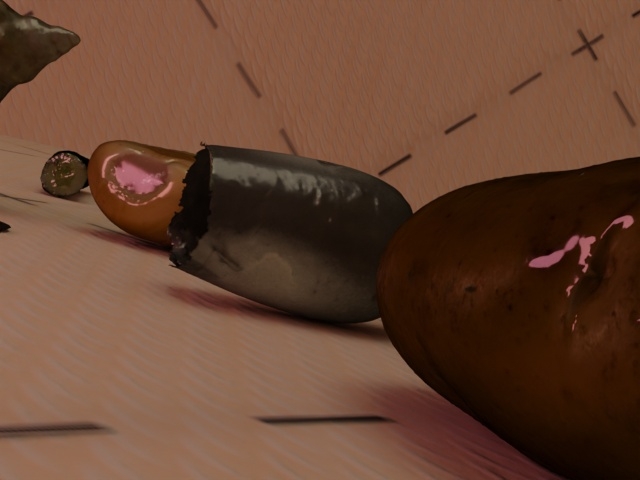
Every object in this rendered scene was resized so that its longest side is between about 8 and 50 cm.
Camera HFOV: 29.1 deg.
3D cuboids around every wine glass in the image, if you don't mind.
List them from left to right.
[{"bbox_3d":[0.000,0.000,0.863,0.204,0.111,0.111,14,3,-21],"label":"wine glass"}]

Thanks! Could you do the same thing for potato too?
[{"bbox_3d":[0.149,0.039,0.531,0.195,0.176,0.369,-19,14,-25],"label":"potato"}]

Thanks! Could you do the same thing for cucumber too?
[{"bbox_3d":[-0.299,-0.083,1.490,0.058,0.052,0.215,5,4,-6],"label":"cucumber"}]

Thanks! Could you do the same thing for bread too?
[{"bbox_3d":[-0.095,-0.034,1.189,0.142,0.091,0.305,23,8,26],"label":"bread"}]

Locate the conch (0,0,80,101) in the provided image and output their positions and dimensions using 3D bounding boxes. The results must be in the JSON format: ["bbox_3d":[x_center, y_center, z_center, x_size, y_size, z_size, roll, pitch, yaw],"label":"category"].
[{"bbox_3d":[-0.399,-0.122,1.087,0.386,0.169,0.203,-25,30,6],"label":"conch"}]

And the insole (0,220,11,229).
[{"bbox_3d":[-0.370,-0.034,0.872,0.328,0.007,0.111,10,4,-41],"label":"insole"}]
